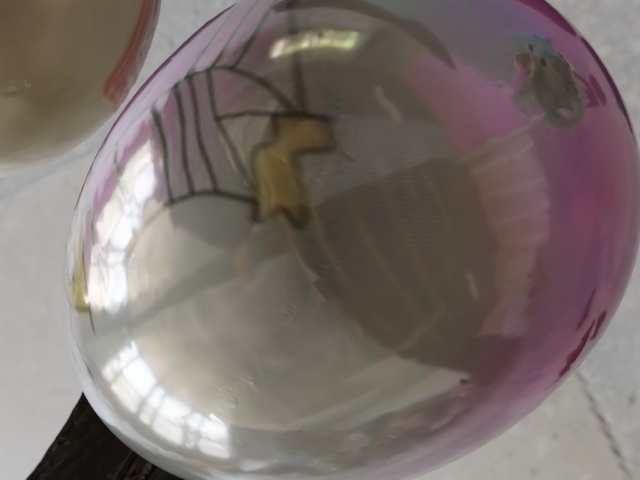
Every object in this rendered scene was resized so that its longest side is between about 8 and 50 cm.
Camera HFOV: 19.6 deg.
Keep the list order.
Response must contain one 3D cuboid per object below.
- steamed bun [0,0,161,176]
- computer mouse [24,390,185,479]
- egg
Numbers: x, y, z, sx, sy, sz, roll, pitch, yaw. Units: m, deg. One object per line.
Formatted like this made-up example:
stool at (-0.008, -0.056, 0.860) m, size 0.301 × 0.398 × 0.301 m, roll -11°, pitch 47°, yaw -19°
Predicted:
steamed bun at (-0.267, -0.238, 1.703) m, size 0.241 × 0.374 × 0.374 m, roll 6°, pitch 118°, yaw -11°
computer mouse at (-0.081, 0.133, 1.053) m, size 0.137 × 0.269 × 0.086 m, roll 25°, pitch 164°, yaw 32°
egg at (0.000, 0.000, 0.714) m, size 0.271 × 0.196 × 0.196 m, roll -17°, pitch 98°, yaw 46°
